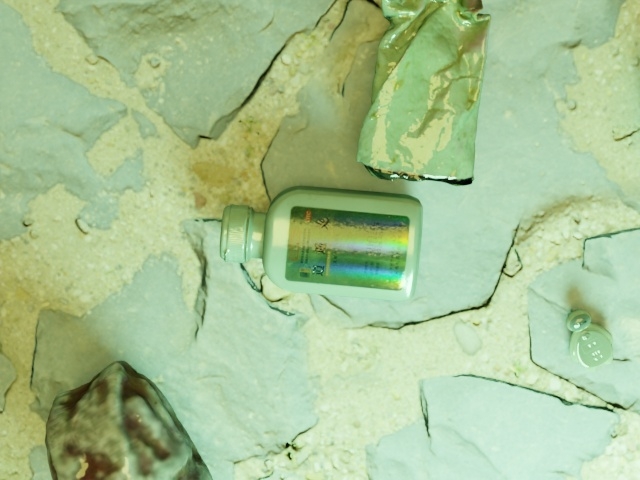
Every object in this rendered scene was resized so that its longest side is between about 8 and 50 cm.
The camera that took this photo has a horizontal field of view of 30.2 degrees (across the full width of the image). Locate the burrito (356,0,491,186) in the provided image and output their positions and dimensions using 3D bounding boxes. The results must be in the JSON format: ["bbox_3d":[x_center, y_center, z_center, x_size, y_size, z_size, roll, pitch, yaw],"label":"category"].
[{"bbox_3d":[0.119,-0.179,1.345,0.144,0.089,0.229,5,100,-15],"label":"burrito"}]

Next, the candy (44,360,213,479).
[{"bbox_3d":[-0.207,0.286,1.352,0.157,0.214,0.290,-26,95,8],"label":"candy"}]

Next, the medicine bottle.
[{"bbox_3d":[0.000,0.000,1.373,0.228,0.083,0.121,5,101,0],"label":"medicine bottle"}]

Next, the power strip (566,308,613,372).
[{"bbox_3d":[0.318,0.117,1.419,0.055,0.035,0.083,-28,111,5],"label":"power strip"}]
